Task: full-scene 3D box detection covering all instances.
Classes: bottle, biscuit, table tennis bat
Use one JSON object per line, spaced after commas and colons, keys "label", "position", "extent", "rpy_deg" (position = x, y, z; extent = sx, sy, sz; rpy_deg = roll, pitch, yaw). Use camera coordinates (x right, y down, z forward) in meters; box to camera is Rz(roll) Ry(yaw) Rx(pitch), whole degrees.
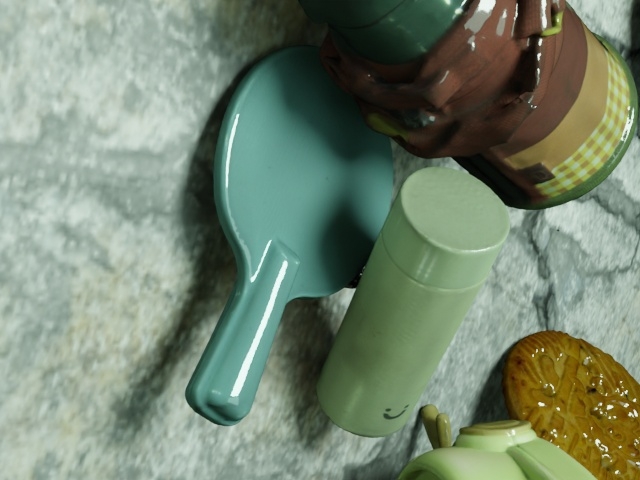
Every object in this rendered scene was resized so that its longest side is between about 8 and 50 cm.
{"label": "bottle", "position": [0.094, -0.116, 0.654], "extent": [0.156, 0.143, 0.271], "rpy_deg": [-35, 147, 20]}
{"label": "biscuit", "position": [0.242, 0.159, 0.969], "extent": [0.187, 0.188, 0.027], "rpy_deg": [-13, 151, -47]}
{"label": "bottle", "position": [0.055, 0.046, 0.702], "extent": [0.072, 0.072, 0.202], "rpy_deg": [-34, 156, -37]}
{"label": "table tennis bat", "position": [-0.020, -0.005, 0.656], "extent": [0.153, 0.040, 0.244], "rpy_deg": [41, 61, -41]}

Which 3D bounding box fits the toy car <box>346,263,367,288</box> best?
{"label": "toy car", "position": [0.000, 0.000, 0.718], "extent": [0.093, 0.025, 0.041], "rpy_deg": [33, 69, -39]}

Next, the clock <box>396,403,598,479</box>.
{"label": "clock", "position": [0.121, 0.248, 0.785], "extent": [0.096, 0.308, 0.235], "rpy_deg": [-3, 112, -17]}
